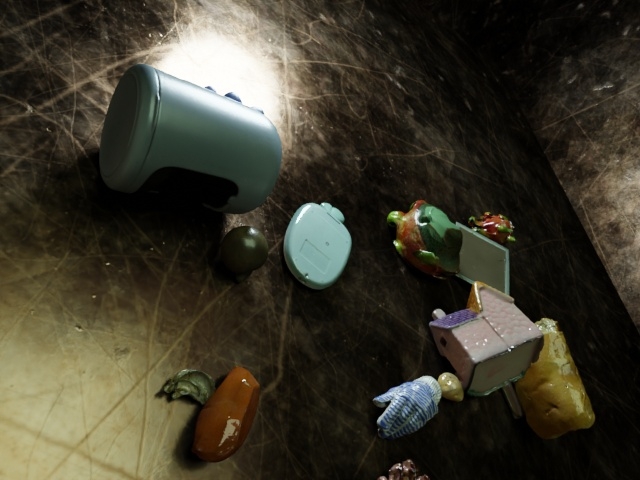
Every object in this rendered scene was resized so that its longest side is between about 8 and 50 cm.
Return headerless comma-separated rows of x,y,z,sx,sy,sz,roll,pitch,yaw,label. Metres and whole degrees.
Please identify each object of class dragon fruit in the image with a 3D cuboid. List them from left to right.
0.345,-0.006,1.490,0.295,0.130,0.269,34,48,-22,dragon fruit
0.649,-0.038,1.822,0.174,0.142,0.139,10,85,-8,dragon fruit

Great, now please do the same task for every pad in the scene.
0.637,0.410,1.540,0.283,0.018,0.287,4,60,-42,pad

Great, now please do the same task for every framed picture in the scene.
0.566,0.074,1.680,0.232,0.019,0.296,29,41,-1,framed picture

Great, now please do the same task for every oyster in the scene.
-0.226,0.257,0.816,0.080,0.038,0.084,-38,116,-42,oyster

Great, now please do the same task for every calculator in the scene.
0.000,0.000,1.208,0.184,0.042,0.295,40,42,-15,calculator

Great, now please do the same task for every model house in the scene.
0.445,0.278,1.341,0.236,0.203,0.238,-19,45,-13,model house

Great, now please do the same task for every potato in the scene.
0.343,0.389,1.244,0.083,0.062,0.068,55,50,-31,potato

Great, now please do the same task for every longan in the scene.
-0.160,0.028,0.998,0.106,0.106,0.120,-6,105,-46,longan

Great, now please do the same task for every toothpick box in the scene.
-0.233,-0.195,0.969,0.354,0.263,0.263,12,53,-40,toothpick box

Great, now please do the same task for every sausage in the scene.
-0.153,0.293,0.806,0.089,0.089,0.179,41,36,-13,sausage

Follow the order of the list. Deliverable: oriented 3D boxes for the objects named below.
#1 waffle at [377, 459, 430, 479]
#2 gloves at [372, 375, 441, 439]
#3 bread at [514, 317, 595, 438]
0.185,0.577,0.938,0.234,0.055,0.221,50,46,7,waffle
0.202,0.379,1.095,0.119,0.097,0.229,35,37,28,gloves
0.670,0.401,1.419,0.148,0.195,0.344,32,39,-52,bread
